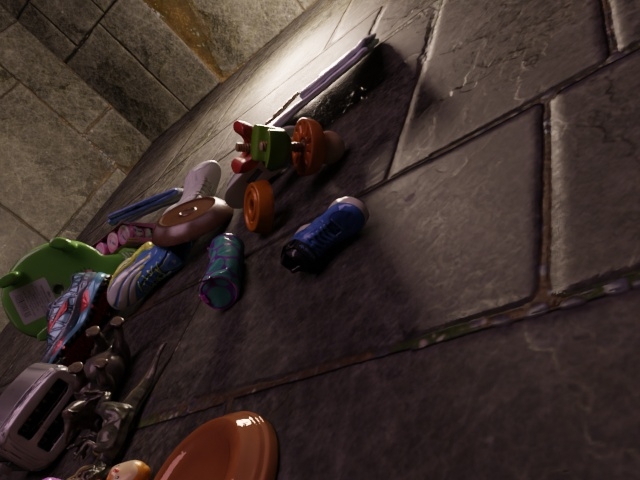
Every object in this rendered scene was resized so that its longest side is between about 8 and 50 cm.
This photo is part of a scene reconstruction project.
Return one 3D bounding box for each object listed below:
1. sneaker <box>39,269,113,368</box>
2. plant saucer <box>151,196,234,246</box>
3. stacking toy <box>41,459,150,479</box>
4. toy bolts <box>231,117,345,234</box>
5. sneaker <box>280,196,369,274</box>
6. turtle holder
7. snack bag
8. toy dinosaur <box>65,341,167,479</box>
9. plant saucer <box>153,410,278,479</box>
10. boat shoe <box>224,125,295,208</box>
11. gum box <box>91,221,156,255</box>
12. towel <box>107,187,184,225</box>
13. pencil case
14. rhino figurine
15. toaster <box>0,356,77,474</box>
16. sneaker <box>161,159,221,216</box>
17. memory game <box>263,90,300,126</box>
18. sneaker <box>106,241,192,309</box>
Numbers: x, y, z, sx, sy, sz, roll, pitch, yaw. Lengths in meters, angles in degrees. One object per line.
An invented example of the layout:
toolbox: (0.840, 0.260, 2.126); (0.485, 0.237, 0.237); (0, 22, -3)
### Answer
sneaker: (-0.564, 0.188, 1.318); (0.125, 0.104, 0.262); (13, 62, 17)
plant saucer: (-0.294, -0.052, 1.318); (0.199, 0.036, 0.198); (-15, 25, 7)
stacking toy: (-0.344, 0.362, 0.715); (0.302, 0.165, 0.175); (-32, 19, -5)
toy bolts: (-0.064, -0.133, 1.101); (0.228, 0.158, 0.218); (-138, 51, -57)
sneaker: (0.001, 0.001, 0.793); (0.152, 0.058, 0.084); (-26, 24, 47)
turtle holder: (-0.631, 0.103, 1.483); (0.320, 0.243, 0.227); (-58, 8, -16)
snack bag: (-0.012, -0.353, 1.348); (0.342, 0.037, 0.323); (-36, 13, 22)
toy dinosaur: (-0.326, 0.276, 0.901); (0.118, 0.064, 0.268); (-16, 34, 26)
plant saucer: (-0.127, 0.264, 0.609); (0.200, 0.037, 0.200); (-38, 25, 21)
boat shoe: (-0.129, -0.168, 1.269); (0.227, 0.079, 0.081); (-44, 27, 12)
gum box: (-0.539, 0.009, 1.627); (0.188, 0.107, 0.062); (-28, 71, 37)
towel: (-0.487, -0.098, 1.670); (0.209, 0.034, 0.285); (-24, 7, -6)
pencil case: (-0.167, 0.049, 0.994); (0.070, 0.064, 0.151); (-15, 29, 7)
rhino figurine: (-0.392, 0.250, 1.016); (0.073, 0.106, 0.243); (0, 34, 2)
toaster: (-0.510, 0.315, 1.070); (0.146, 0.129, 0.227); (-13, 37, 46)
sneaker: (-0.307, -0.105, 1.483); (0.115, 0.090, 0.232); (2, 61, 52)
memory game: (-0.120, -0.333, 1.561); (0.186, 0.012, 0.186); (-44, 10, 10)
sneaker: (-0.379, 0.057, 1.311); (0.240, 0.091, 0.126); (-54, 25, -19)
